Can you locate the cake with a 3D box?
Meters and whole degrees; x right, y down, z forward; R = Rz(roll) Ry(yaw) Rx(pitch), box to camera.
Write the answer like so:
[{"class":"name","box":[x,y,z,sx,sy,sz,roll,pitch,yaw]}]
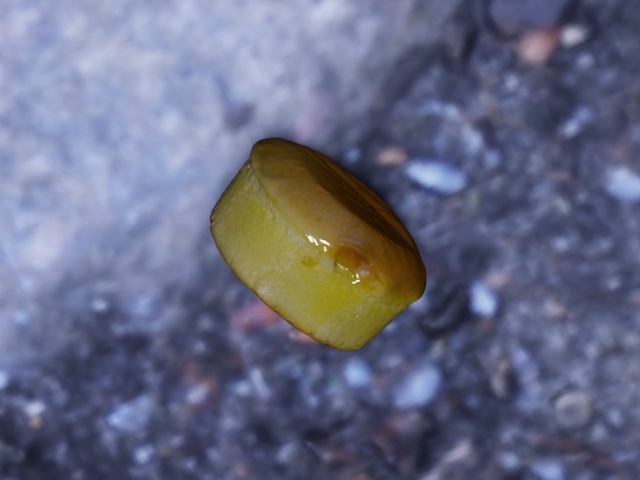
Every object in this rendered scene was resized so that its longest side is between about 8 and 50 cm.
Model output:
[{"class":"cake","box":[0.000,0.000,0.625,0.084,0.084,0.044,41,105,-1]}]
